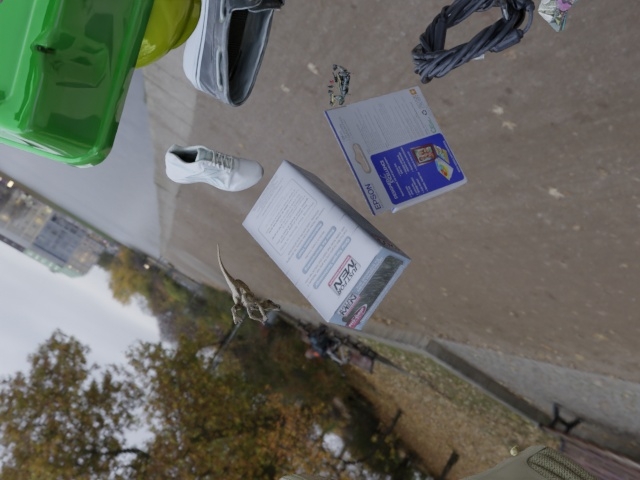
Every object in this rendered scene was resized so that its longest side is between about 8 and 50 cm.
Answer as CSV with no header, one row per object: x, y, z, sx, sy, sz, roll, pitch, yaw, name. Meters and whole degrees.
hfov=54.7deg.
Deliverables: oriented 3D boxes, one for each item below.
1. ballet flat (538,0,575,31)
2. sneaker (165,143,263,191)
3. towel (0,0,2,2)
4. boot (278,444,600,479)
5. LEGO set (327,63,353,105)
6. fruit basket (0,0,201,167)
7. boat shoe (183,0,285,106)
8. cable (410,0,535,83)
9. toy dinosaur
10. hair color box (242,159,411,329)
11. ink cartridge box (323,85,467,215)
0.585,-0.583,1.530,0.079,0.077,0.221,8,179,11,ballet flat
-0.162,-0.113,0.943,0.152,0.054,0.061,4,153,-4,sneaker
-0.139,-0.117,0.130,0.053,0.332,0.317,28,146,-10,towel
0.101,0.234,0.524,0.203,0.095,0.262,-12,-176,-35,boot
0.028,-0.206,0.821,0.023,0.054,0.083,-5,-168,-10,LEGO set
-0.252,-0.267,0.576,0.282,0.392,0.392,17,173,-14,fruit basket
-0.096,-0.344,0.853,0.119,0.121,0.335,38,131,24,boat shoe
0.177,-0.249,0.746,0.047,0.150,0.184,46,-158,-26,cable
-0.135,0.095,1.070,0.183,0.053,0.093,48,-165,-37,toy dinosaur
0.000,0.000,1.333,0.113,0.185,0.374,22,-163,-46,hair color box
0.190,-0.234,1.619,0.304,0.307,0.072,66,158,10,ink cartridge box
